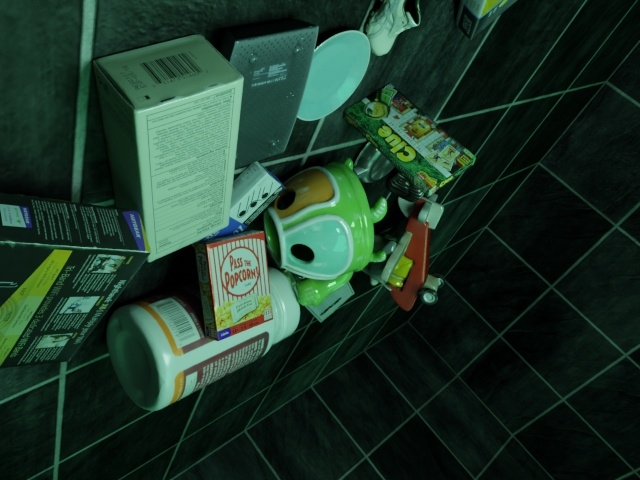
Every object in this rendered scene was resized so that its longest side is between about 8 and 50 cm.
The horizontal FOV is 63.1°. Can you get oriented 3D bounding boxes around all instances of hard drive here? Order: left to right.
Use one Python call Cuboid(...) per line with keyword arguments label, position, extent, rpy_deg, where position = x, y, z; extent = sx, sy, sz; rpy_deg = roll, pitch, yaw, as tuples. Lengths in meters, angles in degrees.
Cuboid(label="hard drive", position=(-0.104, -0.230, 0.841), extent=(0.172, 0.054, 0.255), rpy_deg=(-27, 154, -34))

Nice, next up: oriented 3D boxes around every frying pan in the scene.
Cuboid(label="frying pan", position=(0.119, -0.204, 1.301), extent=(0.326, 0.053, 0.197), rpy_deg=(-24, 152, -46))

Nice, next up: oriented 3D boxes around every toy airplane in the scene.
Cuboid(label="toy airplane", position=(0.274, 0.012, 1.753), extent=(0.386, 0.272, 0.385), rpy_deg=(48, 51, -61))

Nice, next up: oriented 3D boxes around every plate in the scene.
Cuboid(label="plate", position=(0.014, -0.302, 0.951), extent=(0.188, 0.024, 0.188), rpy_deg=(-35, 157, -17))

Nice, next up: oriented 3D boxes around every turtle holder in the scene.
Cuboid(label="turtle holder", position=(-0.007, -0.019, 1.178), extent=(0.227, 0.243, 0.320), rpy_deg=(-17, 156, -19))

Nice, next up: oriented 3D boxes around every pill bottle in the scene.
Cuboid(label="pill bottle", position=(-0.247, 0.196, 1.175), extent=(0.392, 0.224, 0.224), rpy_deg=(-18, 148, -46))

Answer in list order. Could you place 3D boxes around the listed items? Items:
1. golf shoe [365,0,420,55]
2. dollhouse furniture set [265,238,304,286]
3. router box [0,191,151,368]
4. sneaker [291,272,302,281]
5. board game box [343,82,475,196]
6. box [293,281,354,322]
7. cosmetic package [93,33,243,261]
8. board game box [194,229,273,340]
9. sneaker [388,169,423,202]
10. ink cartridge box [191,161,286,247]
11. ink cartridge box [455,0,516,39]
Cuboid(label="golf shoe", position=(0.132, -0.385, 0.914), extent=(0.069, 0.086, 0.176), rpy_deg=(-36, 160, -21))
Cuboid(label="dollhouse furniture set", position=(-0.104, 0.027, 1.371), extent=(0.144, 0.123, 0.151), rpy_deg=(-35, 123, -18))
Cuboid(label="router box", position=(-0.416, 0.069, 0.711), extent=(0.242, 0.081, 0.309), rpy_deg=(7, 137, -48))
Cuboid(label="sneaker", position=(0.000, 0.019, 1.481), extent=(0.228, 0.086, 0.132), rpy_deg=(-36, 156, -45))
Cuboid(label="board game box", position=(0.181, -0.215, 1.083), extent=(0.136, 0.260, 0.030), rpy_deg=(-36, 158, -17))
Cuboid(label="box", position=(0.011, 0.168, 1.761), extent=(0.169, 0.087, 0.290), rpy_deg=(-41, 158, -4))
Cuboid(label="cosmetic package", position=(-0.217, -0.123, 0.768), extent=(0.160, 0.113, 0.309), rpy_deg=(-28, 155, -32))
Cuboid(label="board game box", position=(-0.172, 0.086, 1.054), extent=(0.146, 0.045, 0.194), rpy_deg=(-16, 105, -46))
Cuboid(label="sneaker", position=(0.283, -0.216, 1.491), extent=(0.163, 0.106, 0.281), rpy_deg=(-60, 176, -10))
Cuboid(label="ink cartridge box", position=(-0.172, -0.062, 1.055), extent=(0.207, 0.046, 0.097), rpy_deg=(-44, 158, 4))
Cuboid(label="ink cartridge box", position=(0.402, -0.555, 0.976), extent=(0.307, 0.072, 0.303), rpy_deg=(-39, 172, 6))
